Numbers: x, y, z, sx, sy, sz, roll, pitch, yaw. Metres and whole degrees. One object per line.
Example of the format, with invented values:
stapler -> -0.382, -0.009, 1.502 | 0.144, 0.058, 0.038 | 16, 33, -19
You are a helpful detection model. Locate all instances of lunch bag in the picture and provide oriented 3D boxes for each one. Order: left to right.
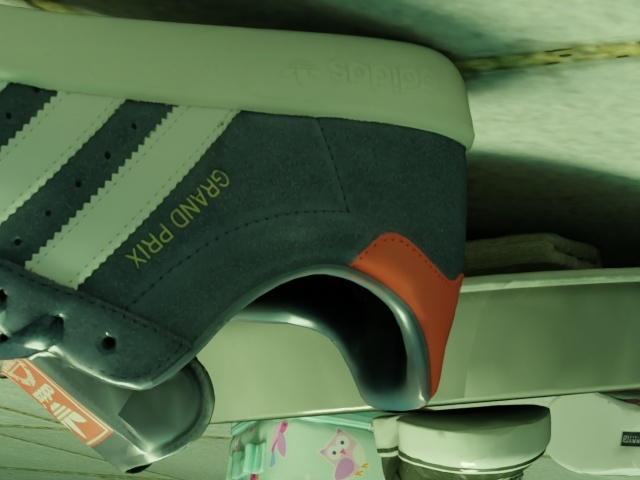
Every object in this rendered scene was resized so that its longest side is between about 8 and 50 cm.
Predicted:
lunch bag -> 0.024, 0.217, 1.539 | 0.224, 0.108, 0.279 | 14, 165, -12

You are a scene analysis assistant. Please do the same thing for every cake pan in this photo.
cake pan -> 0.062, 0.057, 0.829 | 0.293, 0.054, 0.293 | -5, 174, -1

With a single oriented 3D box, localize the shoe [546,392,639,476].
shoe -> 0.248, 0.150, 1.208 | 0.081, 0.063, 0.178 | 16, 170, -33

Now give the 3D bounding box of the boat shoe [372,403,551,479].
boat shoe -> 0.075, 0.124, 0.862 | 0.078, 0.070, 0.219 | -4, 174, -6

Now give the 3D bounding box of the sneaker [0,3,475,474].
sneaker -> -0.107, 0.005, 0.548 | 0.350, 0.148, 0.131 | 1, 170, -17

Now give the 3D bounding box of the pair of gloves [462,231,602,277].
pair of gloves -> 0.000, 0.000, 0.796 | 0.204, 0.042, 0.240 | -11, 164, 38
